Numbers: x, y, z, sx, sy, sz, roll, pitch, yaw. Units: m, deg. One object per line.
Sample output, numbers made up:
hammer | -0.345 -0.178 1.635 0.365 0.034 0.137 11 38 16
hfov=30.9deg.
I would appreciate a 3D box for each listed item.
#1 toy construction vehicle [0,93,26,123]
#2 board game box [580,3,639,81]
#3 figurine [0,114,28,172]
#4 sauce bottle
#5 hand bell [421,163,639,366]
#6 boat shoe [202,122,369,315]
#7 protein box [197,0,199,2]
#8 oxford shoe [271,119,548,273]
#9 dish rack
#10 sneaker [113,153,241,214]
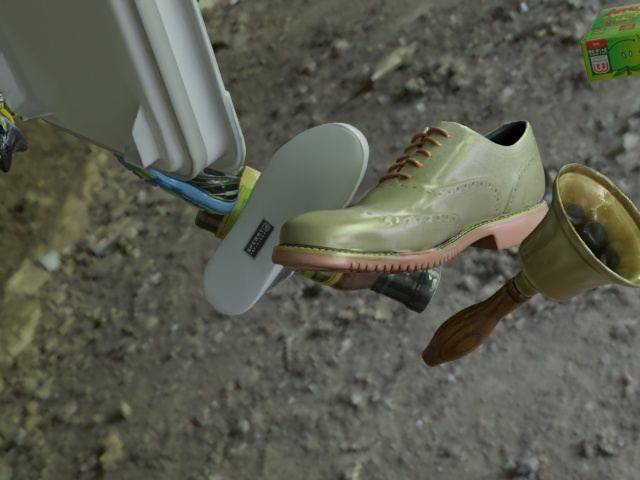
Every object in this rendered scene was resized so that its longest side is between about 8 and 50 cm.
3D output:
toy construction vehicle | -0.512 -0.198 1.813 0.098 0.035 0.086 -23 40 -31
board game box | 0.346 -0.197 1.085 0.181 0.043 0.092 -4 27 29
figurine | -0.488 -0.142 1.516 0.092 0.209 0.215 -13 35 30
sauce bottle | 0.000 0.000 1.601 0.111 0.344 0.111 -157 90 -86
hand bell | 0.178 0.049 1.065 0.242 0.126 0.126 -43 18 37
boat shoe | -0.033 -0.029 1.444 0.301 0.108 0.102 -54 -13 25
protein box | -0.200 -0.407 1.307 0.136 0.199 0.201 -56 24 32
oxford shoe | 0.098 -0.050 1.234 0.140 0.147 0.397 4 13 43
dish rack | -0.208 -0.194 0.903 0.285 0.333 0.072 24 53 39
sneaker | -0.177 -0.100 1.401 0.067 0.188 0.078 -2 61 62
